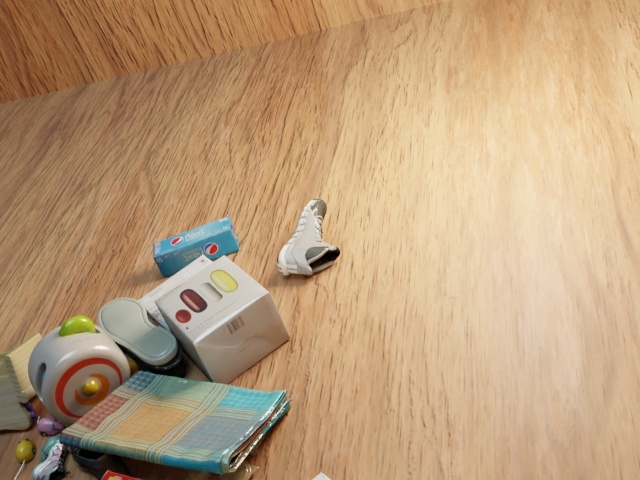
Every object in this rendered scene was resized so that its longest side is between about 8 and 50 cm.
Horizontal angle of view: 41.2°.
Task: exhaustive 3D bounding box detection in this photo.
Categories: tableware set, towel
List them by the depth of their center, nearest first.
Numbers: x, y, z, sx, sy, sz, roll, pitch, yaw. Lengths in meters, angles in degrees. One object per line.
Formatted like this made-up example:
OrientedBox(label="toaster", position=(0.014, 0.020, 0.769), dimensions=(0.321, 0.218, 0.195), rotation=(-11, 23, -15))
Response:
OrientedBox(label="tableware set", position=(-0.187, 0.412, 1.624), dimensions=(0.168, 0.020, 0.141), rotation=(-1, 42, 24))
OrientedBox(label="towel", position=(-0.276, 0.342, 1.644), dimensions=(0.370, 0.040, 0.271), rotation=(4, 21, 23))

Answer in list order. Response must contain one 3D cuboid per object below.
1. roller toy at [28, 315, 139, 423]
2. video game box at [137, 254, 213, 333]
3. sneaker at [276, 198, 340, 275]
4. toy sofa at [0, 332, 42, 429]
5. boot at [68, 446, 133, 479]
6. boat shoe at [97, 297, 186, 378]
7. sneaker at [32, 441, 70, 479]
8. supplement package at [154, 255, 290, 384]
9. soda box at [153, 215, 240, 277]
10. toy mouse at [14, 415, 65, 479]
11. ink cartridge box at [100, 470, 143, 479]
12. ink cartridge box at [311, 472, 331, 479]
OrientedBox(label="roller toy", position=(-0.508, 0.286, 1.809), dimensions=(0.191, 0.209, 0.146), rotation=(-45, 40, -10))
OrientedBox(label="video game box", position=(-0.308, 0.136, 2.029), dimensions=(0.205, 0.048, 0.187), rotation=(-36, 36, -20))
OrientedBox(label="sneaker", position=(0.000, 0.000, 2.035), dimensions=(0.132, 0.086, 0.229), rotation=(9, 55, 28))
OrientedBox(label="toy sofa", position=(-0.797, 0.345, 1.942), dimensions=(0.362, 0.177, 0.150), rotation=(-13, 11, 11))
OrientedBox(label="boot", position=(-0.449, 0.409, 1.679), dimensions=(0.082, 0.106, 0.219), rotation=(-38, 41, -26))
OrientedBox(label="boat shoe", position=(-0.406, 0.225, 1.920), dimensions=(0.114, 0.091, 0.302), rotation=(-34, 38, -19))
OrientedBox(label="sneaker", position=(-0.530, 0.455, 1.730), dimensions=(0.069, 0.038, 0.098), rotation=(11, 50, 30))
OrientedBox(label="supplement package", position=(-0.214, 0.173, 1.843), dimensions=(0.194, 0.149, 0.203), rotation=(-35, 38, -19))
OrientedBox(label="soda box", position=(-0.317, 0.016, 2.171), dimensions=(0.210, 0.071, 0.067), rotation=(-20, 34, 2))
OrientedBox(label="toy mouse", position=(-0.579, 0.417, 1.806), dimensions=(0.143, 0.031, 0.161), rotation=(-19, 35, 3))
OrientedBox(label="ink cartridge box", position=(-0.287, 0.552, 1.393), dimensions=(0.309, 0.130, 0.272), rotation=(4, 43, 30))
OrientedBox(label="ink cartridge box", position=(-0.034, 0.492, 1.317), dimensions=(0.218, 0.159, 0.092), rotation=(-33, 36, -18))
